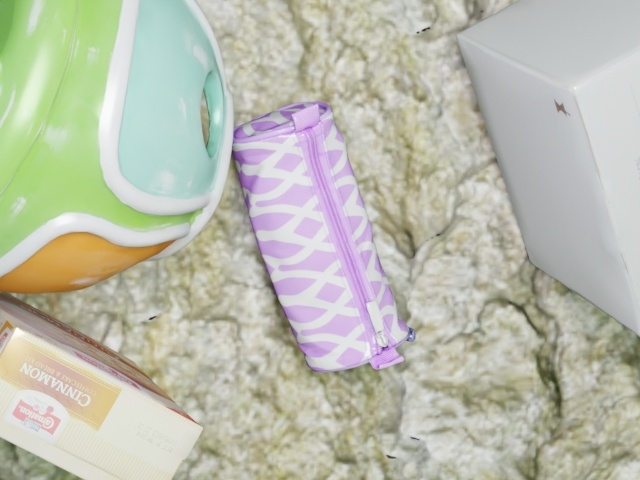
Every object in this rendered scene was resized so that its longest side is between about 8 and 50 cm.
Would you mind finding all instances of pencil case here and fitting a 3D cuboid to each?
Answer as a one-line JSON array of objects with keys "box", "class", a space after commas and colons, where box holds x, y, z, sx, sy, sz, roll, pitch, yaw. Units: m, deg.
[{"box": [0.000, 0.000, 1.269, 0.086, 0.088, 0.206, -26, 106, -16], "class": "pencil case"}]

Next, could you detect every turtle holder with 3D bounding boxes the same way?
[{"box": [-0.184, -0.111, 1.129, 0.227, 0.320, 0.243, 23, 125, -35], "class": "turtle holder"}]

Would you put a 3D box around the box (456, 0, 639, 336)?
[{"box": [0.310, -0.120, 1.298, 0.345, 0.168, 0.215, -29, 119, -14], "class": "box"}]

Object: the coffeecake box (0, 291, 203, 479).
[{"box": [-0.177, 0.099, 1.169, 0.142, 0.185, 0.068, 31, 88, -22], "class": "coffeecake box"}]
